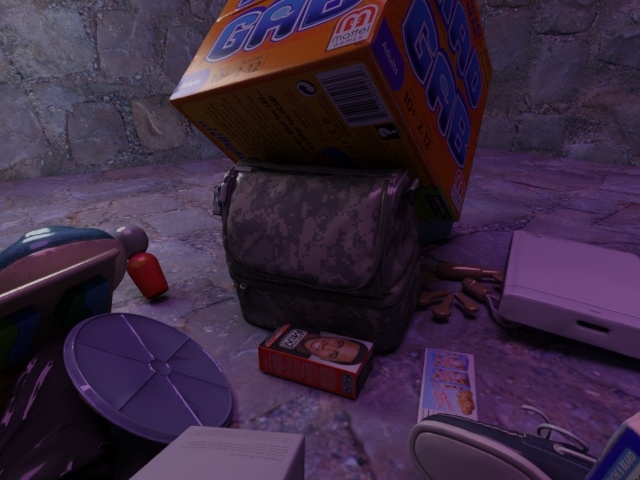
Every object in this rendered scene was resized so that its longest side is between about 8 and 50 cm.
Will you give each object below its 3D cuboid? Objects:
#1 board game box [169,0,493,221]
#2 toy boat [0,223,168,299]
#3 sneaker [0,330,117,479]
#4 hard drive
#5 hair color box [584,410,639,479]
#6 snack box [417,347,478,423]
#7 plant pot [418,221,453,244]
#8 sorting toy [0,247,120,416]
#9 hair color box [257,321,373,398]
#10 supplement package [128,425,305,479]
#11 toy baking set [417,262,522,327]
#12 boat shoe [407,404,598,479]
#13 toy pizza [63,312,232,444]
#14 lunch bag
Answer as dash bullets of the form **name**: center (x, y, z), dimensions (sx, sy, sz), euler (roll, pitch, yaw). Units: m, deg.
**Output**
- **board game box**: center (0.051, -0.273, 0.702), dimensions (0.357, 0.356, 0.356), euler (3, 63, 36)
- **toy boat**: center (-0.386, 0.051, 0.643), dimensions (0.268, 0.148, 0.318), euler (-33, -7, 21)
- **sneaker**: center (-0.258, 0.199, 0.405), dimensions (0.130, 0.108, 0.286), euler (7, 27, -4)
- **hard drive**: center (0.442, 0.071, 0.692), dimensions (0.233, 0.047, 0.353), euler (15, 22, 23)
- **hair color box**: center (0.331, 0.196, 0.161), dimensions (0.185, 0.110, 0.339), euler (-24, 40, -12)
- **snack box**: center (0.151, 0.190, 0.481), dimensions (0.064, 0.022, 0.178), euler (4, 21, 17)
- **plant pot**: center (0.212, -0.121, 1.025), dimensions (0.253, 0.246, 0.247), euler (13, 20, -4)
- **sorting toy**: center (-0.325, 0.122, 0.478), dimensions (0.038, 0.208, 0.193), euler (33, 30, 12)
- **hair color box**: center (-0.006, 0.158, 0.549), dimensions (0.141, 0.043, 0.072), euler (8, 22, 23)
- **supplement package**: center (-0.077, 0.206, 0.255), dimensions (0.105, 0.105, 0.179), euler (1, -4, 8)
- **toy baking set**: center (0.271, 0.094, 0.727), dimensions (0.257, 0.030, 0.196), euler (2, 24, 11)
- **boat shoe**: center (0.202, 0.206, 0.333), dimensions (0.255, 0.095, 0.079), euler (12, 26, 29)
- **toy pizza**: center (-0.191, 0.156, 0.462), dimensions (0.201, 0.032, 0.201), euler (36, 6, -4)
- **lunch bag**: center (0.000, 0.000, 0.640), dimensions (0.305, 0.255, 0.212), euler (8, 31, 25)
